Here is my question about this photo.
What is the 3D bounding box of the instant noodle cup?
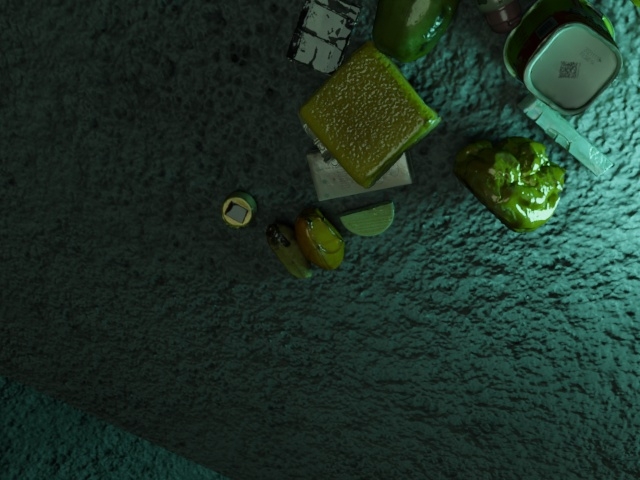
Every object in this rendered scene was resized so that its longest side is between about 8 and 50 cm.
[{"bbox_3d":[0.639,-0.483,1.617,0.294,0.308,0.293,6,120,11],"label":"instant noodle cup"}]

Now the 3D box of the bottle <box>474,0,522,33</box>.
[{"bbox_3d":[0.464,-0.685,1.659,0.120,0.120,0.253,-20,113,23],"label":"bottle"}]

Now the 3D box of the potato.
[{"bbox_3d":[0.264,-0.641,1.677,0.216,0.216,0.304,20,119,2],"label":"potato"}]

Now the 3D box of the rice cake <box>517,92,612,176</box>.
[{"bbox_3d":[0.727,-0.317,1.833,0.336,0.063,0.066,37,112,-7],"label":"rice cake"}]

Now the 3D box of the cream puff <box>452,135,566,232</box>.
[{"bbox_3d":[0.575,-0.193,1.827,0.257,0.291,0.324,-44,82,7],"label":"cream puff"}]

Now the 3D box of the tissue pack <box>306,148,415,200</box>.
[{"bbox_3d":[0.131,-0.241,2.011,0.326,0.071,0.170,-10,113,19],"label":"tissue pack"}]

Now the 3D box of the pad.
[{"bbox_3d":[0.009,-0.625,1.858,0.174,0.022,0.233,24,120,0],"label":"pad"}]

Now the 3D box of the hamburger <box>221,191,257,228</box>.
[{"bbox_3d":[-0.290,-0.105,2.186,0.127,0.081,0.141,13,109,4],"label":"hamburger"}]

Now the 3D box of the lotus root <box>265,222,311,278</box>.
[{"bbox_3d":[-0.113,0.034,2.214,0.110,0.097,0.258,-15,122,25],"label":"lotus root"}]

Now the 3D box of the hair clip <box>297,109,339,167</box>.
[{"bbox_3d":[-0.017,-0.329,1.961,0.034,0.072,0.226,-36,81,16],"label":"hair clip"}]

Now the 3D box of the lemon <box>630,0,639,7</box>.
[{"bbox_3d":[0.877,-0.677,1.498,0.288,0.233,0.233,-8,116,17],"label":"lemon"}]

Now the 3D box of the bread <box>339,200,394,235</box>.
[{"bbox_3d":[0.172,-0.068,2.121,0.193,0.036,0.112,-15,119,17],"label":"bread"}]

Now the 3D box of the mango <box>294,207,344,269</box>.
[{"bbox_3d":[0.000,0.000,2.149,0.154,0.126,0.252,-22,119,7],"label":"mango"}]

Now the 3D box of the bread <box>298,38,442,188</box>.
[{"bbox_3d":[0.144,-0.372,1.855,0.324,0.143,0.333,-40,88,22],"label":"bread"}]
